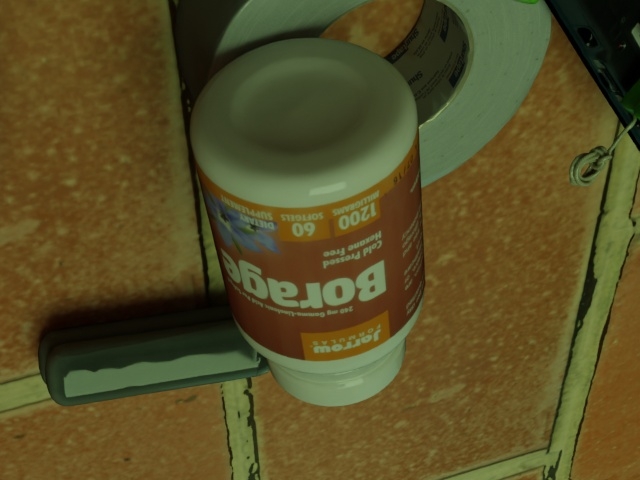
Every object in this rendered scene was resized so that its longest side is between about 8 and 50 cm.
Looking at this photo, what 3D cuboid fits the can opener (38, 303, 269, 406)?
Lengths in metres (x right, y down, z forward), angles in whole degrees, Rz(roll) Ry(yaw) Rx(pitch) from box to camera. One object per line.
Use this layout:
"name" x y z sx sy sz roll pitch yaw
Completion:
"can opener" -0.068 0.059 0.905 0.280 0.074 0.093 -12 103 -17

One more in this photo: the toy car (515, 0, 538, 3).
"toy car" 0.120 -0.207 0.577 0.053 0.239 0.225 -21 148 -40

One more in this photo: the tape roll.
"tape roll" 0.026 -0.122 0.744 0.219 0.072 0.219 -15 138 -13

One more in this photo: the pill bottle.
"pill bottle" 0.000 0.000 0.710 0.121 0.121 0.216 -18 139 -8

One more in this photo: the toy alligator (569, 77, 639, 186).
"toy alligator" 0.222 -0.101 0.729 0.056 0.051 0.189 29 97 -47

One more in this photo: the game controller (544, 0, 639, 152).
"game controller" 0.223 -0.167 0.772 0.166 0.067 0.319 -50 137 -1
